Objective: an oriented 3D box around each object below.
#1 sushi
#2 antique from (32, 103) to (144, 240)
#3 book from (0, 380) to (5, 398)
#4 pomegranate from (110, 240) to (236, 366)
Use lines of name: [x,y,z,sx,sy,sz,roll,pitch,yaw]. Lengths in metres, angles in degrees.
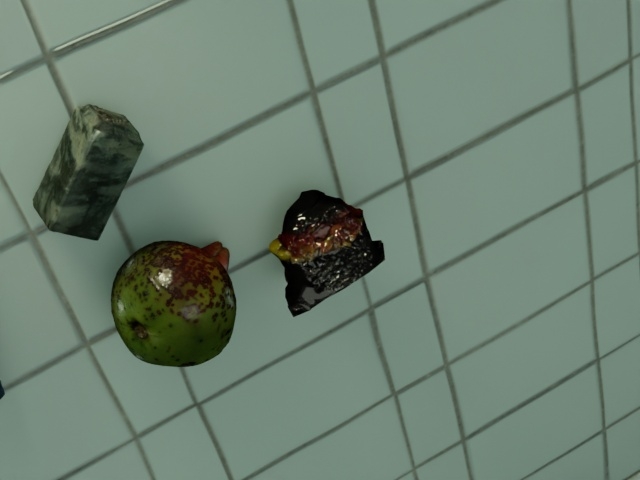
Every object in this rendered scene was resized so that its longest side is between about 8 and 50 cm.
sushi: [0.000,0.000,1.946,0.172,0.153,0.150,-23,115,11]
antique: [-0.337,-0.103,1.693,0.086,0.088,0.183,15,112,-40]
book: [-0.625,0.150,1.651,0.300,0.039,0.428,-39,138,-35]
pomegranate: [-0.214,0.082,1.849,0.248,0.214,0.214,-49,144,-42]
